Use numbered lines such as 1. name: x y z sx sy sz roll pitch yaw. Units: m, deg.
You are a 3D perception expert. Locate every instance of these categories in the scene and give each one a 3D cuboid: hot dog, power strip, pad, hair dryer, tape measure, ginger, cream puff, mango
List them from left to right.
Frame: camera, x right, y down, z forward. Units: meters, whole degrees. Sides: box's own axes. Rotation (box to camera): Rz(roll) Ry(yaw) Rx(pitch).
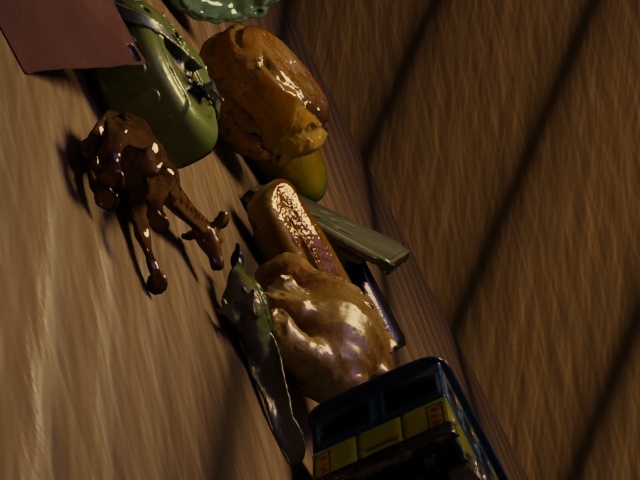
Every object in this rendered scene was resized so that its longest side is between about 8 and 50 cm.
1. pad: -0.213 -0.186 1.336 0.113 0.006 0.188 62 24 4
2. tape measure: -0.147 -0.138 1.494 0.177 0.087 0.154 43 24 -60
3. cream puff: -0.076 -0.166 1.956 0.189 0.129 0.189 50 14 -18
4. mango: -0.057 -0.135 2.128 0.237 0.091 0.137 58 13 -21
5. ginger: -0.001 0.085 1.584 0.157 0.102 0.216 31 20 -13
6. power strip: 0.000 0.000 1.974 0.198 0.064 0.213 26 6 7
7. hot dog: 0.001 0.066 1.816 0.286 0.061 0.088 63 33 -7
8. hair dryer: 0.031 0.099 1.984 0.128 0.070 0.255 62 14 2

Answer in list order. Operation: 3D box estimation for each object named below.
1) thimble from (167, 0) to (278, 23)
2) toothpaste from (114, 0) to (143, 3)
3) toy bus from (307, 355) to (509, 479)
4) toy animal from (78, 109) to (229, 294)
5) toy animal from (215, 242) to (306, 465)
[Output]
1. thimble: -0.140 -0.398 2.165 0.235 0.198 0.143 38 22 -47
2. toothpaste: -0.199 -0.240 1.746 0.216 0.037 0.062 64 6 -5
3. toy bus: 0.107 0.266 1.412 0.287 0.138 0.175 62 8 -19
4. toy animal: -0.132 -0.036 1.336 0.149 0.054 0.275 63 6 1
5. toy animal: -0.056 0.087 1.423 0.075 0.041 0.217 64 5 -57
